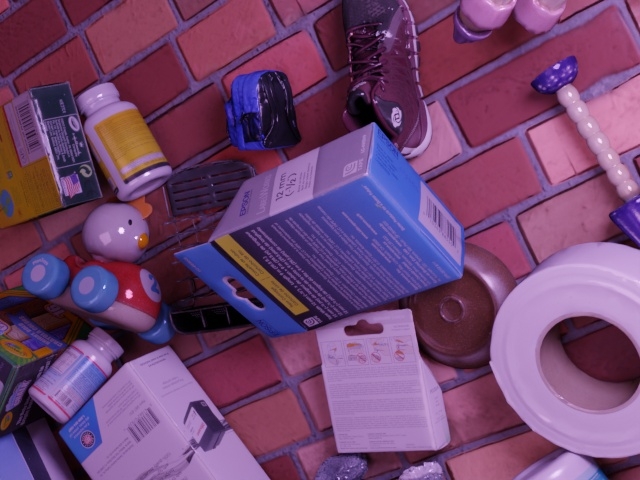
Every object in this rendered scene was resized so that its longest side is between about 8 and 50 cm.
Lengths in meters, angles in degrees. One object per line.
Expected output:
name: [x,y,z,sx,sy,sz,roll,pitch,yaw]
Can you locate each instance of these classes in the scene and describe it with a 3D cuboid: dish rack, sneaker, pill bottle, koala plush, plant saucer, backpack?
dish rack: [-0.167,0.008,1.852,0.208,0.074,0.271,-10,95,28]
sneaker: [0.076,-0.248,1.621,0.106,0.162,0.281,-17,92,29]
pill bottle: [0.381,0.431,1.602,0.146,0.146,0.264,-37,82,28]
pill bottle: [-0.415,0.228,1.943,0.087,0.160,0.087,36,159,16]
koala plush: [0.103,0.433,1.740,0.221,0.203,0.196,-11,95,17]
plant saucer: [0.201,0.100,1.697,0.199,0.036,0.198,5,101,27]
backpack: [-0.097,-0.202,1.760,0.101,0.098,0.120,1,101,31]
pill bottle: [-0.332,-0.165,1.888,0.103,0.103,0.184,-33,84,29]

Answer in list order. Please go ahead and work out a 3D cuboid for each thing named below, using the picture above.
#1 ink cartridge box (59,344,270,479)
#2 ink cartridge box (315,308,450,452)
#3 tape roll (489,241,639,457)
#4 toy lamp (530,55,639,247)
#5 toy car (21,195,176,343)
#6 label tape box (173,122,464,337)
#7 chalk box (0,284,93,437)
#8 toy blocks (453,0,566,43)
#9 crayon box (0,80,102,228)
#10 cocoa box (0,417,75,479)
ink cartridge box: [-0.265,0.373,1.942,0.223,0.129,0.307,-44,78,27]
ink cartridge box: [0.093,0.216,1.765,0.181,0.056,0.224,-8,95,31]
tape roll: [0.379,0.150,1.552,0.286,0.100,0.286,11,114,26]
toy lamp: [0.384,-0.115,1.536,0.080,0.080,0.274,-35,80,29]
toy car: [-0.336,0.022,1.901,0.210,0.219,0.238,12,76,31]
label tape box: [0.000,0.000,1.667,0.348,0.115,0.249,-20,132,31]
chalk box: [-0.564,0.216,1.979,0.179,0.289,0.180,35,113,18]
toy blocks: [0.263,-0.404,1.492,0.288,0.309,0.260,68,153,14]
crayon box: [-0.503,-0.138,1.957,0.319,0.081,0.202,-11,96,52]
cocoa box: [-0.597,0.476,2.043,0.231,0.228,0.347,-44,66,27]
